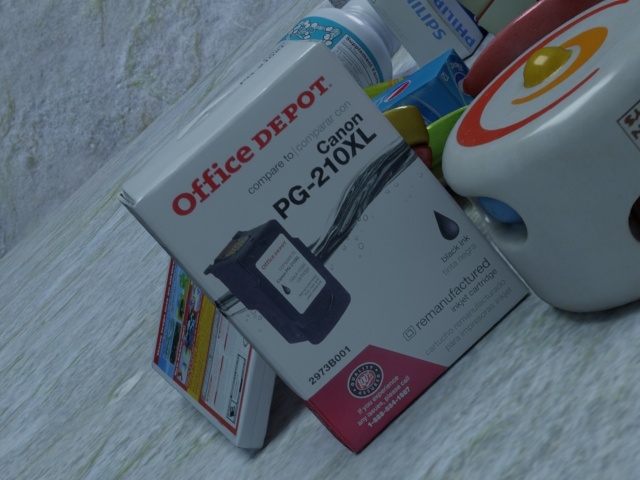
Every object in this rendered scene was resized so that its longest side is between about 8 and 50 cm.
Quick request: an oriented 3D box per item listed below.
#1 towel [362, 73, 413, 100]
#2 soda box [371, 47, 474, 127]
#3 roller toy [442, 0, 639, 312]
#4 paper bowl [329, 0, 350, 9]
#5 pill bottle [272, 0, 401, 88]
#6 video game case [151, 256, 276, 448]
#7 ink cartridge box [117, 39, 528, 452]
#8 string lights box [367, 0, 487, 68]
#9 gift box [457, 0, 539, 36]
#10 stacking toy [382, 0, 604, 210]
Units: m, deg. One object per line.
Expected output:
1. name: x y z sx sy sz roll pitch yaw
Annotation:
1. towel: 0.050 -0.160 1.598 0.237 0.021 0.102 -16 16 4
2. soda box: 0.073 -0.116 1.489 0.210 0.067 0.071 -31 17 36
3. roller toy: 0.183 -0.065 0.894 0.209 0.146 0.191 -29 19 38
4. paper bowl: 0.138 -0.431 2.103 0.284 0.148 0.284 -39 14 12
5. pill bottle: -0.007 -0.195 1.775 0.264 0.146 0.146 -48 16 -28
6. video game case: -0.087 0.044 1.216 0.285 0.025 0.204 -158 77 -67
7. ink cartridge box: 0.000 0.000 0.986 0.172 0.237 0.100 -42 14 -6
8. string lights box: 0.170 -0.333 1.754 0.076 0.133 0.260 -26 20 44
9. gift box: 0.228 -0.394 1.571 0.255 0.258 0.276 -52 -2 -31
10. stacking toy: 0.158 -0.071 1.168 0.309 0.130 0.279 -35 -11 12
